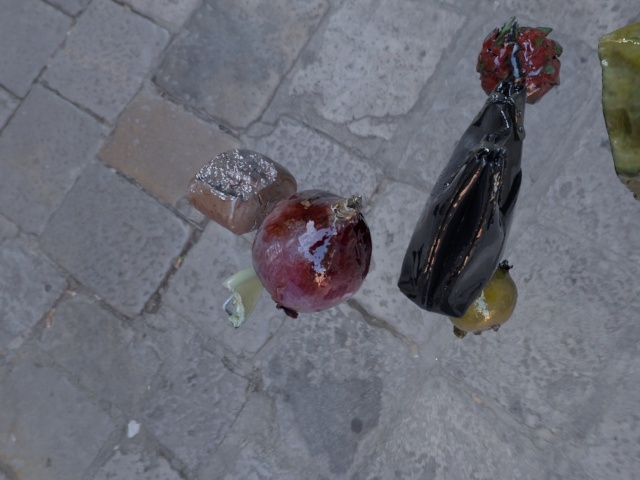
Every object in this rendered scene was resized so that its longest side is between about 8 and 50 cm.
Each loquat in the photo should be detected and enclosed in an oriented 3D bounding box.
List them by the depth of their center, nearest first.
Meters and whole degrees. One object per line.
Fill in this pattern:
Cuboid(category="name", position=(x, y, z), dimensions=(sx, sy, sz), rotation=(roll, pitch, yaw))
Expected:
Cuboid(category="loquat", position=(0.339, 0.126, 1.009), dimensions=(0.149, 0.172, 0.205), rotation=(13, 107, -4))

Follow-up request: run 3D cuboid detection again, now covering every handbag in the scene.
Cuboid(category="handbag", position=(0.254, -0.080, 0.759), dimensions=(0.152, 0.288, 0.342), rotation=(19, 49, 14))

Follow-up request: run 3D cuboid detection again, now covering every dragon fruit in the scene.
Cuboid(category="dragon fruit", position=(0.429, -0.372, 1.004), dimensions=(0.188, 0.182, 0.182), rotation=(14, 79, -10))

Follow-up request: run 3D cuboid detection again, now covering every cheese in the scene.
Cuboid(category="cheese", position=(-0.162, 0.097, 1.157), dimensions=(0.049, 0.127, 0.235), rotation=(17, 53, 38))

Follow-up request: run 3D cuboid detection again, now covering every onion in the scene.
Cuboid(category="onion", position=(0.000, 0.000, 0.575), dimensions=(0.159, 0.195, 0.160), rotation=(10, 57, -16))

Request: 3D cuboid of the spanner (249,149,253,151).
Cuboid(category="spanner", position=(-0.202, -0.175, 1.223), dimensions=(0.040, 0.325, 0.096), rotation=(30, 115, -17))

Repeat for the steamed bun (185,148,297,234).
Cuboid(category="steamed bun", position=(-0.139, -0.096, 0.828), dimensions=(0.144, 0.106, 0.175), rotation=(35, 46, 21))

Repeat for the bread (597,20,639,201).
Cuboid(category="bread", position=(0.441, -0.156, 0.491), dimensions=(0.252, 0.238, 0.196), rotation=(-1, 74, 45))
